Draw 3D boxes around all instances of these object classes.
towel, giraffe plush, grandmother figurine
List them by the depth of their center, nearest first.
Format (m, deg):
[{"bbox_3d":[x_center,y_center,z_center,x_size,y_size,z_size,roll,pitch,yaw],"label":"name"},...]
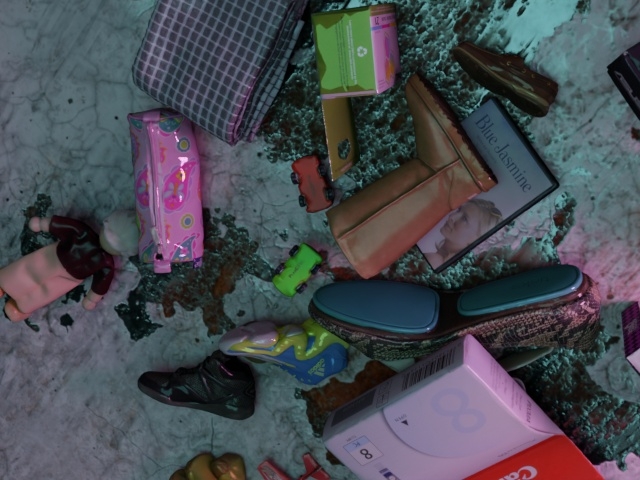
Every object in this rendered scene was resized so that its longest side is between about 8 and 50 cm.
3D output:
[{"bbox_3d":[-0.167,-0.331,1.589,0.235,0.121,0.284,32,110,20],"label":"towel"},{"bbox_3d":[-0.212,0.528,1.821,0.181,0.170,0.210,-38,90,22],"label":"giraffe plush"},{"bbox_3d":[-0.471,0.033,1.823,0.342,0.104,0.208,-23,123,19],"label":"grandmother figurine"}]

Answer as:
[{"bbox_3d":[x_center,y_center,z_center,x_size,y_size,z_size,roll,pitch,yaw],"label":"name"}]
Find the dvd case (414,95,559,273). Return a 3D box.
[{"bbox_3d":[0.238,-0.088,1.579,0.253,0.022,0.180,-38,77,22],"label":"dvd case"}]

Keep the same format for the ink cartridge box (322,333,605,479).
[{"bbox_3d":[0.241,0.369,1.595,0.308,0.091,0.385,-36,106,29],"label":"ink cartridge box"}]

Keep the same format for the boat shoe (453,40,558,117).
[{"bbox_3d":[0.293,-0.264,1.522,0.178,0.064,0.060,33,81,6],"label":"boat shoe"}]

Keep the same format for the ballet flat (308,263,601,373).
[{"bbox_3d":[0.221,0.153,1.606,0.482,0.164,0.182,-6,117,17],"label":"ballet flat"}]

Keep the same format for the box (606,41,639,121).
[{"bbox_3d":[0.643,-0.215,1.305,0.394,0.097,0.318,-31,87,-2],"label":"box"}]

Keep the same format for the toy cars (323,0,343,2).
[{"bbox_3d":[-0.023,-0.501,1.542,0.393,0.087,0.176,39,112,5],"label":"toy cars"}]

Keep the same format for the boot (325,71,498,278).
[{"bbox_3d":[0.116,-0.104,1.561,0.269,0.089,0.236,-34,80,18],"label":"boot"}]

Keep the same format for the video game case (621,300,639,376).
[{"bbox_3d":[0.542,0.210,1.466,0.042,0.232,0.210,-42,88,20],"label":"video game case"}]

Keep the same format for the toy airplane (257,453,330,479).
[{"bbox_3d":[-0.047,0.460,1.828,0.151,0.028,0.151,4,106,15],"label":"toy airplane"}]

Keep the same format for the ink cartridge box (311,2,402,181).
[{"bbox_3d":[0.068,-0.239,1.527,0.097,0.189,0.255,-4,104,17],"label":"ink cartridge box"}]

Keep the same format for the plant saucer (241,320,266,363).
[{"bbox_3d":[-0.115,0.187,1.786,0.083,0.015,0.084,4,105,16],"label":"plant saucer"}]

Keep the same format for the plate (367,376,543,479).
[{"bbox_3d":[0.241,0.359,1.684,0.277,0.045,0.278,-8,111,20],"label":"plate"}]

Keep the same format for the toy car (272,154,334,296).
[{"bbox_3d":[0.000,0.000,1.671,0.239,0.053,0.225,40,103,5],"label":"toy car"}]

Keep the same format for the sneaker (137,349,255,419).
[{"bbox_3d":[-0.228,0.249,1.804,0.227,0.087,0.130,10,105,12],"label":"sneaker"}]

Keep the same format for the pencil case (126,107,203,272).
[{"bbox_3d":[-0.274,-0.092,1.710,0.124,0.124,0.284,3,104,17],"label":"pencil case"}]

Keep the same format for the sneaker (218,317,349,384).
[{"bbox_3d":[-0.059,0.209,1.724,0.240,0.091,0.126,-7,106,10],"label":"sneaker"}]
